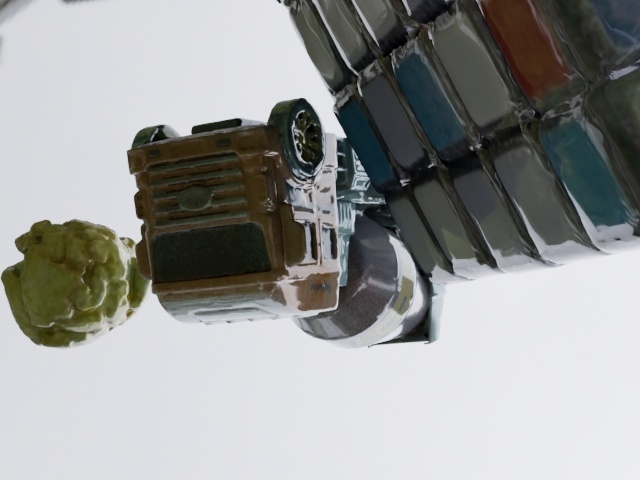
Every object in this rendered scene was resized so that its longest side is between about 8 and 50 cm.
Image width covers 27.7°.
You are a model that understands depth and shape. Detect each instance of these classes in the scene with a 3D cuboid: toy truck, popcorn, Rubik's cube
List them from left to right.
[{"bbox_3d":[-0.199,0.031,1.047,0.116,0.106,0.121,-37,178,-15],"label":"popcorn"},{"bbox_3d":[0.000,0.000,0.762,0.108,0.257,0.140,-7,-93,28],"label":"toy truck"},{"bbox_3d":[0.139,-0.172,0.579,0.287,0.292,0.293,-29,179,-13],"label":"Rubik's cube"}]
